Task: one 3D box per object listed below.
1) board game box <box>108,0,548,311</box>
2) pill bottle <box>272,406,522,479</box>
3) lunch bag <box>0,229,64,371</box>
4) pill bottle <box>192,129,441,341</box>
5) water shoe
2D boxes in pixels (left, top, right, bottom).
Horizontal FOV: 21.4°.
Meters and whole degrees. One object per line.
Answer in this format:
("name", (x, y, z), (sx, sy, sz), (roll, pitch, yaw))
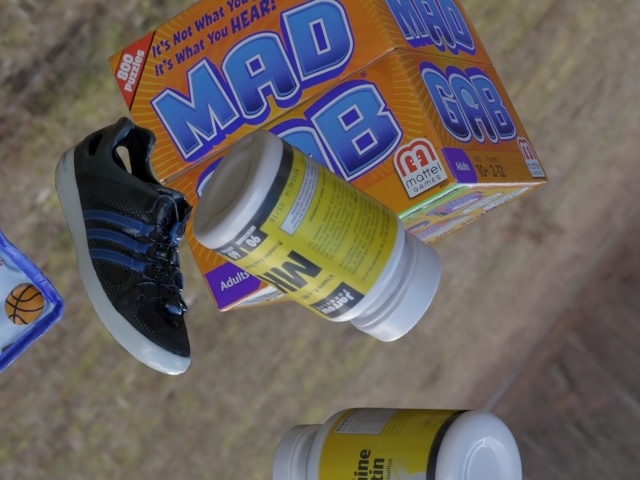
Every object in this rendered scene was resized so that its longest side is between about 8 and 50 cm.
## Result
("board game box", (0.018, -0.152, 2.193), (0.356, 0.356, 0.356), (-29, 170, 23))
("pill bottle", (0.055, 0.180, 1.308), (0.184, 0.103, 0.103), (-4, -152, 41))
("lunch bag", (-0.544, 0.107, 2.016), (0.385, 0.239, 0.328), (-43, -149, -15))
("pill bottle", (0.000, 0.000, 1.530), (0.119, 0.208, 0.119), (-46, -155, 29))
("water shoe", (-0.128, -0.002, 1.197), (0.080, 0.203, 0.073), (-37, 150, 19))
